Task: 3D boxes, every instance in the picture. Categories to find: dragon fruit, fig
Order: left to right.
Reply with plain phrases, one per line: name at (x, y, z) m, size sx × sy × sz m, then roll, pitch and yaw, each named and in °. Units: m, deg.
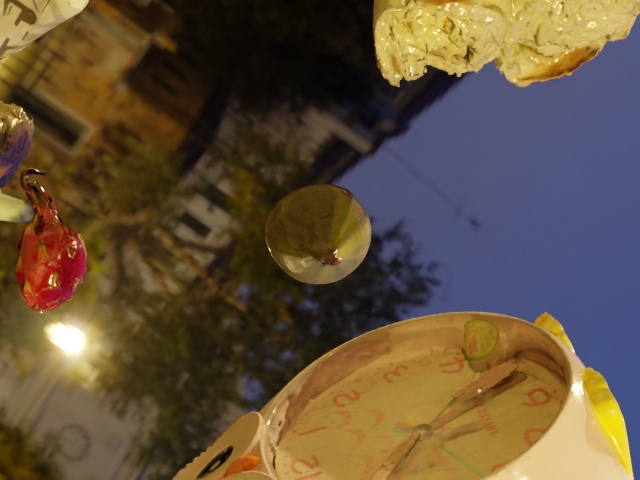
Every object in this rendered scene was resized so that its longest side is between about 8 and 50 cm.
dragon fruit at (-0.344, -0.004, 1.733) m, size 0.094 × 0.094 × 0.190 m, roll 148°, pitch -61°, yaw -62°
fig at (0.001, 0.013, 1.681) m, size 0.185 × 0.133 × 0.126 m, roll -99°, pitch -175°, yaw -50°

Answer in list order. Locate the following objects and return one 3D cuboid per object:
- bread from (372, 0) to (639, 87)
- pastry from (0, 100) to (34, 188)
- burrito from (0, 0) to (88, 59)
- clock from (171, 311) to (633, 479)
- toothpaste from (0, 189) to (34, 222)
bread at (0.185, -0.282, 1.559) m, size 0.171 × 0.314 × 0.192 m, roll 102°, pitch -30°, yaw -58°
pastry at (-0.443, -0.118, 1.815) m, size 0.153 × 0.081 × 0.153 m, roll -61°, pitch 174°, yaw -11°
burrito at (-0.409, -0.239, 1.483) m, size 0.445 × 0.139 × 0.101 m, roll -24°, pitch -164°, yaw 29°
clock at (0.063, 0.247, 1.127) m, size 0.377 × 0.250 × 0.368 m, roll -19°, pitch -154°, yaw -3°
toothpaste at (-0.490, -0.068, 1.483) m, size 0.099 × 0.392 × 0.061 m, roll -37°, pitch 137°, yaw -67°
